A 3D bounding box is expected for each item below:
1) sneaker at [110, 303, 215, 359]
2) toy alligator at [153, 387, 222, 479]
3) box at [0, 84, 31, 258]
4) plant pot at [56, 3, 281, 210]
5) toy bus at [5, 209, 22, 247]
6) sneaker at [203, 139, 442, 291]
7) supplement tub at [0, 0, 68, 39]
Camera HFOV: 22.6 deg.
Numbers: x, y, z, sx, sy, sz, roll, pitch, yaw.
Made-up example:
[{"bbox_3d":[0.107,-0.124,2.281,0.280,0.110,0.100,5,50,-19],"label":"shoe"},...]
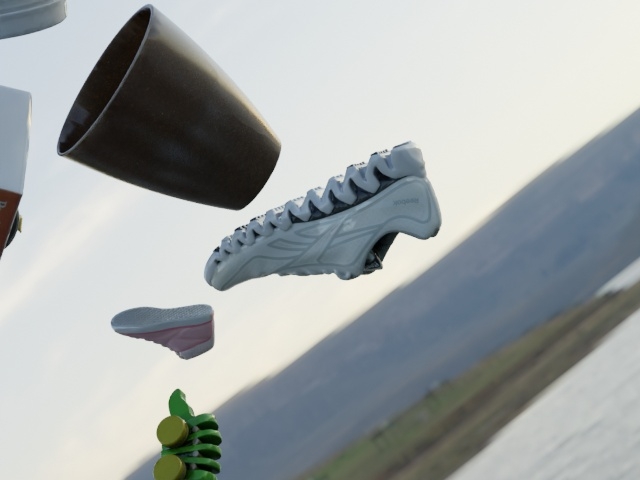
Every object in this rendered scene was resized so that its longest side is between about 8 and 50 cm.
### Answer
[{"bbox_3d":[-0.197,0.122,2.038,0.134,0.070,0.051,-5,30,5],"label":"sneaker"},{"bbox_3d":[-0.113,0.216,1.405,0.051,0.190,0.056,-12,-33,20],"label":"toy alligator"},{"bbox_3d":[-0.494,-0.066,1.654,0.168,0.345,0.215,-96,25,-46],"label":"box"},{"bbox_3d":[-0.170,-0.139,1.975,0.215,0.230,0.215,-49,22,27],"label":"plant pot"},{"bbox_3d":[-0.496,-0.091,2.139,0.220,0.149,0.212,-26,-48,-62],"label":"toy bus"},{"bbox_3d":[0.000,0.000,1.777,0.292,0.118,0.110,-27,1,21],"label":"sneaker"},{"bbox_3d":[-0.337,-0.335,1.499,0.191,0.272,0.191,-4,20,2],"label":"supplement tub"}]
